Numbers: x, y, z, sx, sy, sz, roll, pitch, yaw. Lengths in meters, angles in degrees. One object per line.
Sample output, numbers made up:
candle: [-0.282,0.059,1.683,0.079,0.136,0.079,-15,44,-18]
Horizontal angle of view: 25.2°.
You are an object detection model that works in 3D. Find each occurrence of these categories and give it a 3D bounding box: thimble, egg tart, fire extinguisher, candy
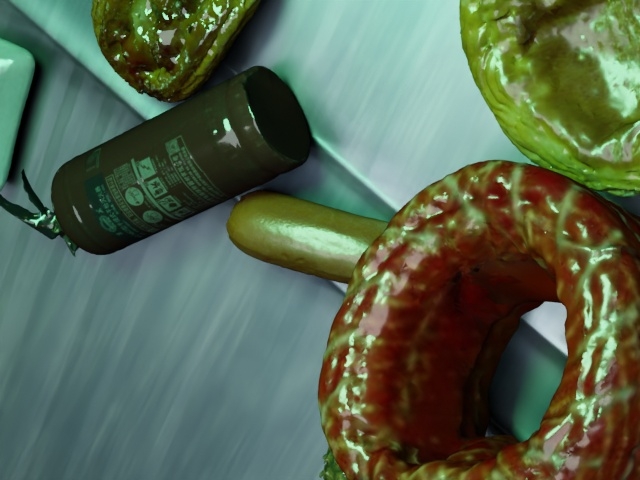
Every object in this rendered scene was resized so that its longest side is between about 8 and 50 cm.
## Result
thimble: [0.191,0.119,1.296,0.350,0.231,0.350,-14,68,37]
egg tart: [0.298,-0.206,1.278,0.352,0.150,0.351,7,106,26]
fire extinguisher: [-0.185,-0.073,1.515,0.337,0.114,0.135,-25,117,25]
candy: [-0.398,-0.152,1.610,0.138,0.071,0.174,24,109,15]

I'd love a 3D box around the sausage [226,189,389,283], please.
sausage: [0.000,0.000,1.485,0.198,0.076,0.076,15,107,17]

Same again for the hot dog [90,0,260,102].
hot dog: [-0.145,-0.245,1.476,0.160,0.099,0.227,37,115,11]

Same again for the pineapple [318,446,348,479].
pineapple: [0.036,0.296,1.515,0.125,0.125,0.251,25,105,15]
